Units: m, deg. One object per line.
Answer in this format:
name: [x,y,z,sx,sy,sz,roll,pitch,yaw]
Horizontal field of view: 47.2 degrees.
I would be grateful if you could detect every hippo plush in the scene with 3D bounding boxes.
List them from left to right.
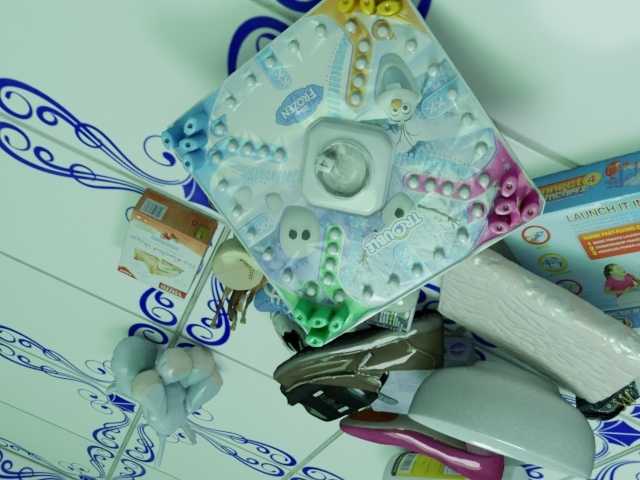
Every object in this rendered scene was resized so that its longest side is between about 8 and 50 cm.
hippo plush: [-0.400,0.348,1.845,0.236,0.234,0.294,30,137,40]

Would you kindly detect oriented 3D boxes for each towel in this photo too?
towel: [0.348,0.136,1.194,0.331,0.053,0.317,30,164,16]

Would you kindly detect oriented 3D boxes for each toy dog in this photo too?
toy dog: [0.000,0.000,1.152,0.333,0.220,0.161,3,132,-17]

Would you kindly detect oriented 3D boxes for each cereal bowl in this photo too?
cereal bowl: [0.340,0.315,1.350,0.338,0.141,0.339,19,165,5]

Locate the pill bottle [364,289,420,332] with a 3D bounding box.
pill bottle: [0.056,0.076,1.328,0.245,0.130,0.130,14,141,9]

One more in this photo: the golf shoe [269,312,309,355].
golf shoe: [-0.054,0.221,1.574,0.069,0.086,0.176,-28,129,7]

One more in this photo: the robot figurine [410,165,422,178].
robot figurine: [0.176,-0.098,1.064,0.219,0.158,0.128,31,153,-24]

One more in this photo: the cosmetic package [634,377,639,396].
cosmetic package: [0.643,0.267,1.157,0.224,0.225,0.138,6,149,-24]

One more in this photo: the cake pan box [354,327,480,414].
cake pan box: [0.215,0.290,1.563,0.266,0.070,0.246,1,140,23]

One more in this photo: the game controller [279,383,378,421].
game controller: [0.013,0.346,1.684,0.166,0.067,0.319,25,153,-9]

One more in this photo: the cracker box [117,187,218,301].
cracker box: [-0.311,0.015,1.473,0.155,0.067,0.232,26,142,-5]

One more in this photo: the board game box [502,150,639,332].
board game box: [0.468,0.015,1.104,0.308,0.086,0.302,-14,130,36]

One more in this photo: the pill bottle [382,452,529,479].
pill bottle: [0.334,0.623,1.804,0.333,0.188,0.188,-8,133,33]

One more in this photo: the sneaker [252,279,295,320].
sneaker: [-0.063,0.117,1.470,0.211,0.081,0.080,-17,130,40]

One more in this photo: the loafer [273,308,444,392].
loafer: [0.076,0.244,1.429,0.365,0.134,0.130,-19,89,21]

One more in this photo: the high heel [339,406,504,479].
high heel: [0.229,0.487,1.695,0.377,0.127,0.181,-1,104,22]

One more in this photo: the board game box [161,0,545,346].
board game box: [0.031,-0.094,0.984,0.390,0.050,0.390,-34,95,21]

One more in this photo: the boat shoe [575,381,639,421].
boat shoe: [0.573,0.296,1.392,0.183,0.083,0.065,-19,127,39]

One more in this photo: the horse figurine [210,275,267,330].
horse figurine: [-0.144,0.087,1.431,0.066,0.175,0.263,26,155,-13]

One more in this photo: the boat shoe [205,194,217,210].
boat shoe: [-0.091,-0.148,1.142,0.127,0.113,0.340,37,139,-20]
